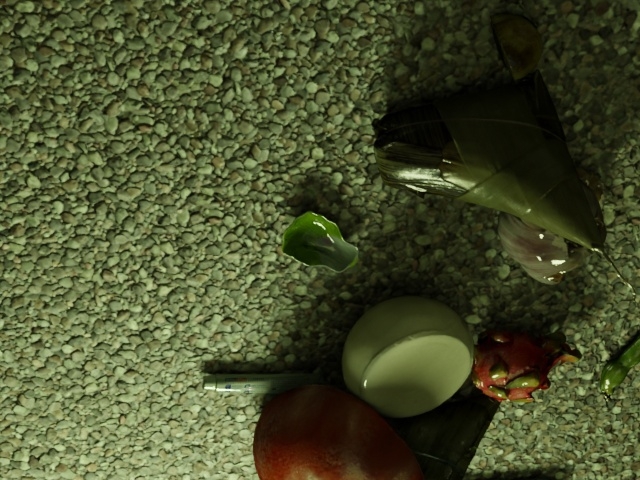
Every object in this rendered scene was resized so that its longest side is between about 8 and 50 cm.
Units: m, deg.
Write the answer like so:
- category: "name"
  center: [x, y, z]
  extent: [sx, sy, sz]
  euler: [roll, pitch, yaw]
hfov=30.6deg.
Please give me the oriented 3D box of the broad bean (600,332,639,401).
- category: "broad bean"
  center: [0.591, 0.193, 2.125]
  extent: [0.256, 0.053, 0.052]
  euler: [-50, 154, 23]

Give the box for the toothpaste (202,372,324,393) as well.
- category: "toothpaste"
  center: [-0.101, 0.255, 2.081]
  extent: [0.218, 0.033, 0.052]
  euler: [3, 123, -13]

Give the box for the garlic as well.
- category: "garlic"
  center: [0.421, -0.019, 1.889]
  extent: [0.256, 0.207, 0.207]
  euler: [26, 123, 20]

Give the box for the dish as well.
- category: "dish"
  center: [0.000, 0.000, 1.924]
  extent: [0.137, 0.039, 0.091]
  euler: [29, 109, -25]

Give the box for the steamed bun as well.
- category: "steamed bun"
  center: [0.141, 0.186, 2.000]
  extent: [0.231, 0.145, 0.232]
  euler: [-13, 132, -15]

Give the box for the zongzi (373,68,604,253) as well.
- category: "zongzi"
  center: [0.243, -0.081, 1.744]
  extent: [0.289, 0.318, 0.154]
  euler: [-15, 142, 2]

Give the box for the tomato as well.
- category: "tomato"
  center: [0.011, 0.411, 2.022]
  extent: [0.338, 0.144, 0.338]
  euler: [23, 140, 21]

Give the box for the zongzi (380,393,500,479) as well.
- category: "zongzi"
  center: [0.176, 0.325, 2.132]
  extent: [0.250, 0.274, 0.125]
  euler: [30, 162, 7]

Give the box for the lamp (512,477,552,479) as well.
- category: "lamp"
  center: [0.333, 0.590, 2.348]
  extent: [0.269, 0.047, 0.267]
  euler: [-3, 124, -6]

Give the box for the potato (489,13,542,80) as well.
- category: "potato"
  center: [0.300, -0.286, 1.742]
  extent: [0.066, 0.103, 0.096]
  euler: [-22, 124, 10]

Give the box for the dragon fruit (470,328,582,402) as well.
- category: "dragon fruit"
  center: [0.360, 0.215, 2.063]
  extent: [0.207, 0.150, 0.133]
  euler: [-9, 92, -8]
